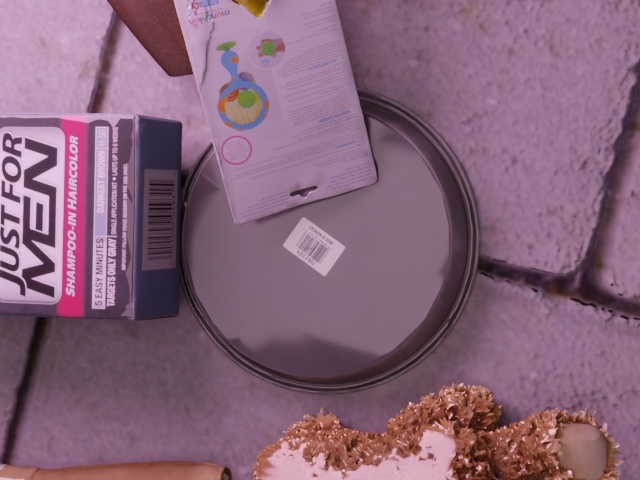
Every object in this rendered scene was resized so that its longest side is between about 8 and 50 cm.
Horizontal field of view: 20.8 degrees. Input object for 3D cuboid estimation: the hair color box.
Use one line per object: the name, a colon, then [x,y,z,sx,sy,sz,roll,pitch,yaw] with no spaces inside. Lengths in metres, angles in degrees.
hair color box: [-0.322,-0.025,1.631,0.375,0.113,0.185,2,91,18]

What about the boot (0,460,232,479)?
boot: [-0.227,0.321,1.656,0.270,0.089,0.236,4,92,9]

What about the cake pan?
cake pan: [0.000,0.000,1.625,0.293,0.054,0.293,0,92,10]

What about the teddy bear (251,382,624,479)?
teddy bear: [0.106,0.235,1.554,0.338,0.113,0.245,-18,57,15]

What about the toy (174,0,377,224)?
toy: [-0.043,-0.146,1.547,0.137,0.056,0.237,-17,117,-6]

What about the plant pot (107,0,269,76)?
plant pot: [-0.127,-0.274,1.581,0.215,0.215,0.230,-18,105,10]
